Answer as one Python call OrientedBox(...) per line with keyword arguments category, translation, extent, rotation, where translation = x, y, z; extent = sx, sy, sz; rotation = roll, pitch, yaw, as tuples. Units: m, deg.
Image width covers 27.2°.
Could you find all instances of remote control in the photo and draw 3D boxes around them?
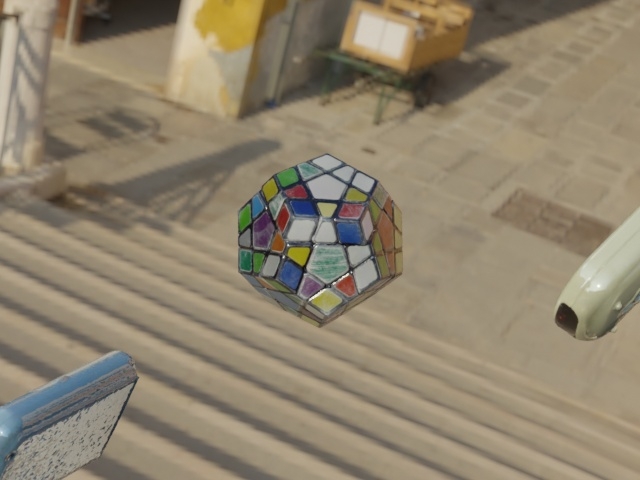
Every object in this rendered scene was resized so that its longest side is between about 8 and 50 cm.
OrientedBox(category="remote control", translation=(0.247, -0.012, 0.923), extent=(0.042, 0.078, 0.221), rotation=(40, 74, 23))

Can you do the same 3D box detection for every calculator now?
OrientedBox(category="calculator", translation=(-0.227, 0.163, 1.104), extent=(0.039, 0.121, 0.210), rotation=(36, 29, 17))

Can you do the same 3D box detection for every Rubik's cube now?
OrientedBox(category="Rubik's cube", translation=(0.000, 0.000, 0.843), extent=(0.111, 0.093, 0.111), rotation=(4, 46, -4))
